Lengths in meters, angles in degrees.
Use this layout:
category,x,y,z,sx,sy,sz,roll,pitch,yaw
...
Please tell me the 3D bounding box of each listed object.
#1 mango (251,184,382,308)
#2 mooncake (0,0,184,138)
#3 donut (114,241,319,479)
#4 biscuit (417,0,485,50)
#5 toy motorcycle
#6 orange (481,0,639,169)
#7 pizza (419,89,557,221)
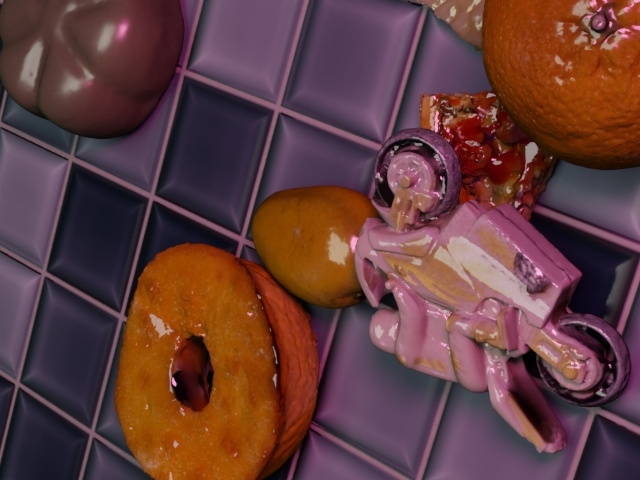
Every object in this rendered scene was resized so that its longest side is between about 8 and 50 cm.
category,x,y,z,sx,sy,sz,roll,pitch,yaw
mango,0.000,0.000,1.497,0.195,0.098,0.137,29,110,43
mooncake,-0.299,-0.267,1.717,0.275,0.135,0.275,-4,84,36
donut,-0.117,0.152,1.581,0.303,0.110,0.302,1,92,41
biscuit,0.169,-0.301,1.399,0.273,0.036,0.187,42,115,32
toy motorcycle,0.145,0.064,1.352,0.340,0.108,0.223,47,122,12
orange,0.264,-0.185,1.182,0.264,0.264,0.264,0,89,39
pizza,0.183,-0.104,1.374,0.193,0.053,0.201,-44,64,30
